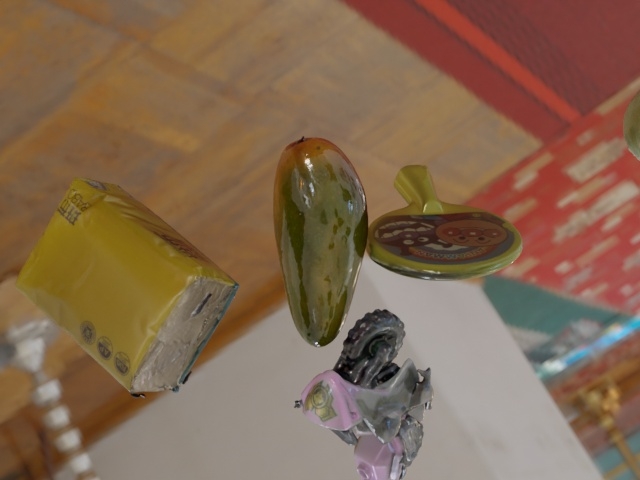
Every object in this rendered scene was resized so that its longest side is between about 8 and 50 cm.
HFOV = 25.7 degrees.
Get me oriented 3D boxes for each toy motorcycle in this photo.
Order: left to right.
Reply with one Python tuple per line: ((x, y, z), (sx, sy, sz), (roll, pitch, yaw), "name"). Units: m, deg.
((0.064, 0.249, 2.008), (0.188, 0.143, 0.327), (-41, 139, -27), "toy motorcycle")

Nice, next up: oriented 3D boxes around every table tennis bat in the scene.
((0.169, -0.029, 2.065), (0.224, 0.368, 0.054), (-4, 114, -5), "table tennis bat")

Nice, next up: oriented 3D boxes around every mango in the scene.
((-0.003, -0.003, 1.961), (0.129, 0.146, 0.289), (-8, 113, -28), "mango")

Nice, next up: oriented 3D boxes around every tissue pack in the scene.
((-0.265, 0.060, 1.896), (0.134, 0.271, 0.192), (14, 109, -57), "tissue pack")

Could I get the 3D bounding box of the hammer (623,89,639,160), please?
((0.511, -0.190, 1.653), (0.202, 0.113, 0.305), (-6, 154, -35), "hammer")
